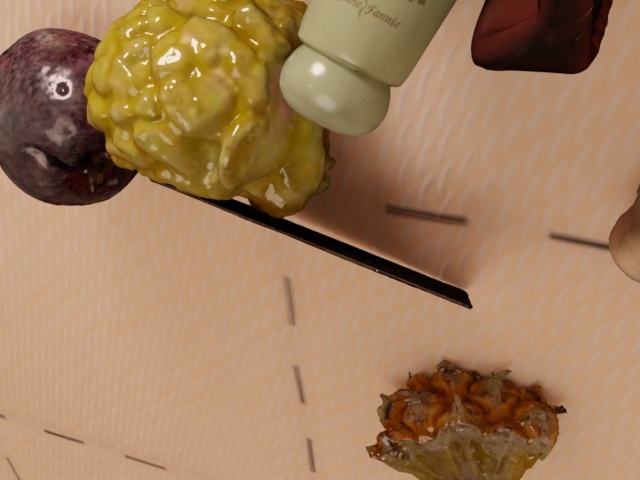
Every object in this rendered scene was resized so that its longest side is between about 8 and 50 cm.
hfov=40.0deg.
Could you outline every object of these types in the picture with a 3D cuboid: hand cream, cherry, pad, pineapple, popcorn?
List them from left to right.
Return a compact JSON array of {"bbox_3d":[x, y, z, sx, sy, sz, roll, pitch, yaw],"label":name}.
[{"bbox_3d":[-0.272,-0.137,0.947,0.195,0.195,0.195,15,134,16],"label":"cherry"},{"bbox_3d":[-0.088,-0.137,0.820,0.259,0.259,0.212,16,99,16],"label":"popcorn"},{"bbox_3d":[0.000,0.000,0.915,0.330,0.220,0.004,22,93,7],"label":"pad"},{"bbox_3d":[0.069,-0.229,0.684,0.147,0.093,0.306,28,104,2],"label":"hand cream"},{"bbox_3d":[0.183,0.247,1.085,0.236,0.114,0.186,0,128,25],"label":"pineapple"}]

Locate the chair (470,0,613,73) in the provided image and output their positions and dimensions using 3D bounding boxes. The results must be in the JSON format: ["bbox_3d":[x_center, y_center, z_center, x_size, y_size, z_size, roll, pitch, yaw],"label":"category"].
[{"bbox_3d":[0.291,-0.194,0.550,0.401,0.226,0.227,11,133,21],"label":"chair"}]

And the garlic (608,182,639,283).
[{"bbox_3d":[0.337,-0.023,0.760,0.174,0.124,0.099,-38,90,18],"label":"garlic"}]
